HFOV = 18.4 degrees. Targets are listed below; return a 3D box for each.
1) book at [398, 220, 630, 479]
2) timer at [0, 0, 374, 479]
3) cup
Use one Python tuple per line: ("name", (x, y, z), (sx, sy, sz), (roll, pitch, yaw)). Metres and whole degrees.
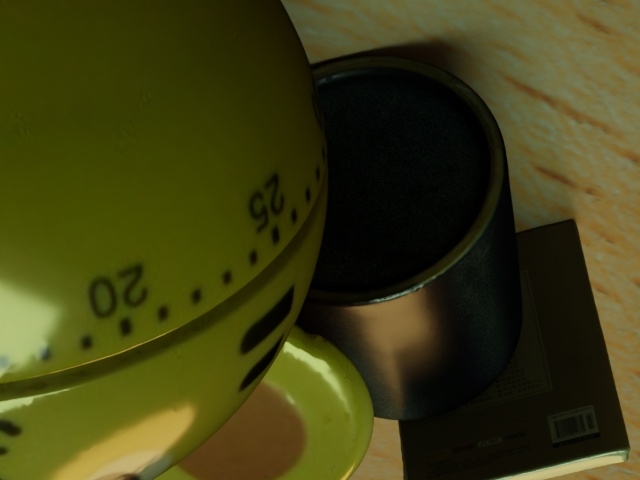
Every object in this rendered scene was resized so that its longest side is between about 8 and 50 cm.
("book", (0.111, 0.075, 1.245), (0.138, 0.199, 0.016), (-14, 133, 9))
("timer", (-0.161, 0.007, 0.967), (0.376, 0.376, 0.387), (-4, 124, -5))
("cup", (0.013, -0.011, 1.197), (0.166, 0.239, 0.177), (-49, 150, -15))
